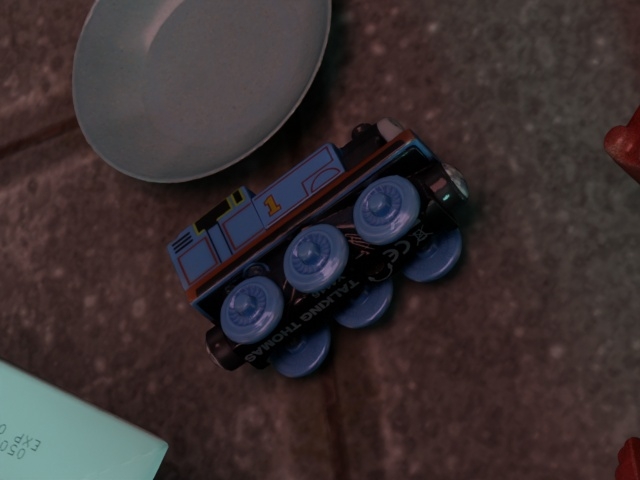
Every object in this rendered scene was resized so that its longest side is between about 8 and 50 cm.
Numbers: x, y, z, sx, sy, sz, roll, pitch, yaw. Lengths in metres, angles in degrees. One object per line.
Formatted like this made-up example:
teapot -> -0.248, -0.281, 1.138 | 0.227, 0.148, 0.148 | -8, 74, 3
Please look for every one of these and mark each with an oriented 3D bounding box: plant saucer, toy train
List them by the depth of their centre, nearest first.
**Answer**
toy train -> 0.000, 0.000, 1.131 | 0.184, 0.080, 0.105 | -37, 50, 12
plant saucer -> -0.071, -0.121, 1.246 | 0.195, 0.037, 0.195 | -12, 65, 26

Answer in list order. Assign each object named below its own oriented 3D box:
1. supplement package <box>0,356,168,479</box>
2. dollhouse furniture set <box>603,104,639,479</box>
supplement package -> -0.242, 0.133, 1.080 | 0.175, 0.177, 0.293 | -64, 23, -7
dollhouse furniture set -> 0.255, 0.028, 0.941 | 0.201, 0.152, 0.374 | -40, 30, 28
